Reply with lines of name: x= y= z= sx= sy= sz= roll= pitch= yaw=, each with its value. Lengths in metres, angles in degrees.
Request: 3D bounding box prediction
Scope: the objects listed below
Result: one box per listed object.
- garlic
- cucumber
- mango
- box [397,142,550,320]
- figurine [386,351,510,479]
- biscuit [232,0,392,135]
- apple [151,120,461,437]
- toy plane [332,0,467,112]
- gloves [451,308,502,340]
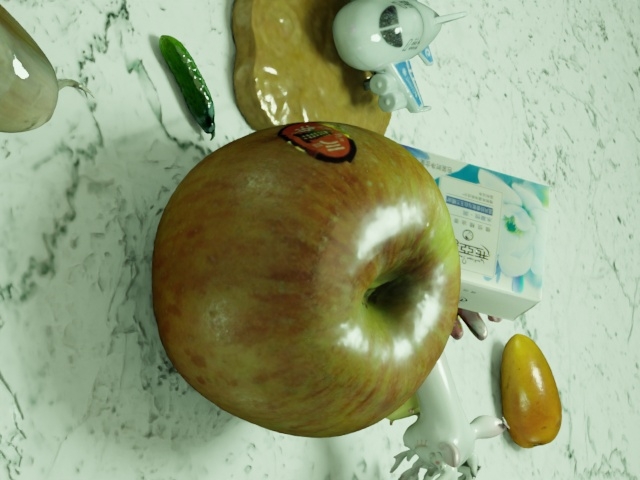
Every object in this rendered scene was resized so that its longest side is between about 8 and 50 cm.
garlic: x=-0.338 y=-0.180 z=1.276 sx=0.266 sy=0.128 sz=0.148 roll=51 pitch=56 yaw=-49
cucumber: x=-0.167 y=-0.203 z=1.547 sx=0.037 sy=0.037 sz=0.155 roll=-49 pitch=121 yaw=-47
mango: x=0.381 y=0.270 z=2.129 sx=0.141 sy=0.102 sz=0.217 roll=-31 pitch=110 yaw=-59
box: x=0.208 y=-0.012 z=1.836 sx=0.274 sy=0.116 sz=0.203 roll=16 pitch=65 yaw=-11
figurine: x=0.128 y=0.269 z=1.704 sx=0.206 sy=0.284 sz=0.316 roll=4 pitch=54 yaw=-44
biscuit: x=0.007 y=-0.298 z=1.783 sx=0.365 sy=0.062 sz=0.385 roll=29 pitch=60 yaw=-46
apple: x=-0.022 y=0.041 z=1.463 sx=0.400 sy=0.333 sz=0.400 roll=-13 pitch=108 yaw=-43
toy plane: x=0.112 y=-0.320 z=1.780 sx=0.267 sy=0.122 sz=0.267 roll=17 pitch=68 yaw=-49
gloves: x=0.243 y=0.063 z=1.970 sx=0.126 sy=0.145 sz=0.241 roll=52 pitch=40 yaw=-21
